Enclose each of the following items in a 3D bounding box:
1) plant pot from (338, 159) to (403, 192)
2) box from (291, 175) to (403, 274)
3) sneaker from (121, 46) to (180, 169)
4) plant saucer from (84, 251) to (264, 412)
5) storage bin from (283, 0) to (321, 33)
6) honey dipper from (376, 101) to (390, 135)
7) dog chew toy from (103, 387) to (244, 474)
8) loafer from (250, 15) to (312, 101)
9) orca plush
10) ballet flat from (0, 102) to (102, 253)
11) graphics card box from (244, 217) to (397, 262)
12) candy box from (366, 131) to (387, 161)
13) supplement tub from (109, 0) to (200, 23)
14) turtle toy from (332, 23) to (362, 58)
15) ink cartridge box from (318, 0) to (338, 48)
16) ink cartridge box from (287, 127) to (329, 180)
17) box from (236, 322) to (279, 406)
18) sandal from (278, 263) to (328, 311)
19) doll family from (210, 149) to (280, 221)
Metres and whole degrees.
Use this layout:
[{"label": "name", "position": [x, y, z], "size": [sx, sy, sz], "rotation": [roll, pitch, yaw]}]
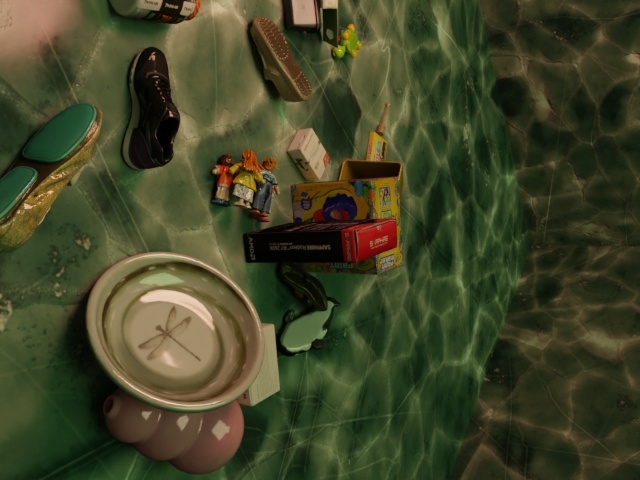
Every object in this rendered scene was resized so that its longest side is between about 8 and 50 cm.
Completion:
[{"label": "plant pot", "position": [0.182, -0.140, 2.126], "size": [0.187, 0.212, 0.212], "rotation": [52, 48, -60]}, {"label": "box", "position": [0.085, -0.048, 1.887], "size": [0.177, 0.289, 0.279], "rotation": [-14, 101, -55]}, {"label": "sneaker", "position": [-0.359, -0.300, 1.379], "size": [0.107, 0.124, 0.283], "rotation": [11, 81, -56]}, {"label": "plant saucer", "position": [-0.321, 0.209, 1.347], "size": [0.400, 0.100, 0.401], "rotation": [21, 42, -20]}, {"label": "storage bin", "position": [-0.063, -0.702, 1.856], "size": [0.091, 0.098, 0.135], "rotation": [-10, 100, -27]}, {"label": "honey dipper", "position": [0.246, -0.472, 2.359], "size": [0.030, 0.030, 0.161], "rotation": [50, 47, -44]}, {"label": "dog chew toy", "position": [-0.332, 0.405, 1.369], "size": [0.331, 0.206, 0.207], "rotation": [31, 65, -42]}, {"label": "loafer", "position": [-0.129, -0.509, 1.753], "size": [0.269, 0.092, 0.102], "rotation": [59, 38, -14]}, {"label": "orca plush", "position": [-0.051, 0.277, 1.904], "size": [0.151, 0.102, 0.287], "rotation": [30, 41, -2]}, {"label": "ballet flat", "position": [-0.526, -0.118, 1.162], "size": [0.123, 0.123, 0.349], "rotation": [58, 45, -38]}, {"label": "graphics card box", "position": [0.000, 0.000, 1.693], "size": [0.232, 0.370, 0.094], "rotation": [-18, 104, -56]}, {"label": "candy box", "position": [0.208, -0.294, 2.301], "size": [0.105, 0.027, 0.206], "rotation": [23, 71, -50]}, {"label": "supplement tub", "position": [-0.368, -0.553, 1.371], "size": [0.190, 0.117, 0.117], "rotation": [-16, 104, -54]}, {"label": "turtle toy", "position": [0.086, -0.671, 2.084], "size": [0.095, 0.066, 0.130], "rotation": [60, 45, -37]}, {"label": "ink cartridge box", "position": [0.009, -0.730, 1.894], "size": [0.056, 0.171, 0.235], "rotation": [-6, 117, -15]}, {"label": "ink cartridge box", "position": [-0.036, -0.270, 1.914], "size": [0.135, 0.056, 0.099], "rotation": [55, 47, -41]}, {"label": "box", "position": [-0.214, 0.304, 1.545], "size": [0.119, 0.180, 0.182], "rotation": [-15, 103, -56]}, {"label": "sandal", "position": [-0.058, 0.145, 1.881], "size": [0.219, 0.060, 0.090], "rotation": [37, 42, -31]}, {"label": "doll family", "position": [-0.173, -0.155, 1.658], "size": [0.263, 0.118, 0.163], "rotation": [22, 72, -54]}]
